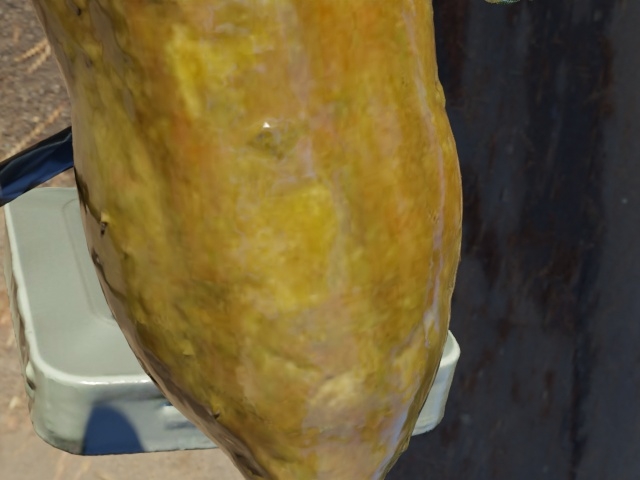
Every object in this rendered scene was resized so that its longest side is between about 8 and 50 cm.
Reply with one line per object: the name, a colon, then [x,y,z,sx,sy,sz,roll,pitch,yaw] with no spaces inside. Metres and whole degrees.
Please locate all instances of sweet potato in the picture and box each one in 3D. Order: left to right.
sweet potato: [-0.027,-0.059,0.410,0.158,0.158,0.369,-20,93,-51]

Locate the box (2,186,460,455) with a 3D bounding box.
box: [-0.107,0.058,1.112,0.396,0.396,0.111,0,115,-22]

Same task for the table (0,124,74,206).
table: [-0.286,-0.010,0.517,0.249,0.317,0.317,-60,148,-53]

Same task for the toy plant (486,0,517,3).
toy plant: [0.157,-0.284,1.086,0.162,0.093,0.093,19,86,-28]
